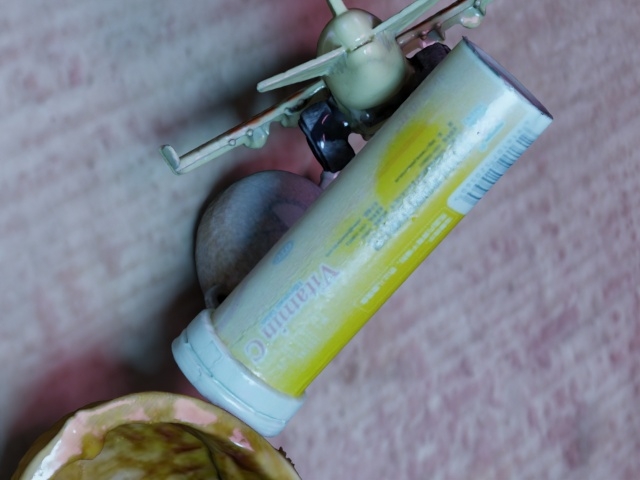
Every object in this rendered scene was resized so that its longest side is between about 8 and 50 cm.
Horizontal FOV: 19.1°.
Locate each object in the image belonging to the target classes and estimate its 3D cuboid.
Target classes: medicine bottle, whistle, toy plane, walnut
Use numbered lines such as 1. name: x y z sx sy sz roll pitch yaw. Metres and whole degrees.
1. medicine bottle: 0.022 -0.001 0.955 0.218 0.074 0.074 -48 131 12
2. whistle: 0.000 0.000 1.086 0.220 0.057 0.107 -32 96 -48
3. toy plane: 0.024 -0.088 1.028 0.092 0.229 0.244 61 1 10
4. walnut: -0.086 0.164 0.952 0.167 0.087 0.211 -34 110 -21
